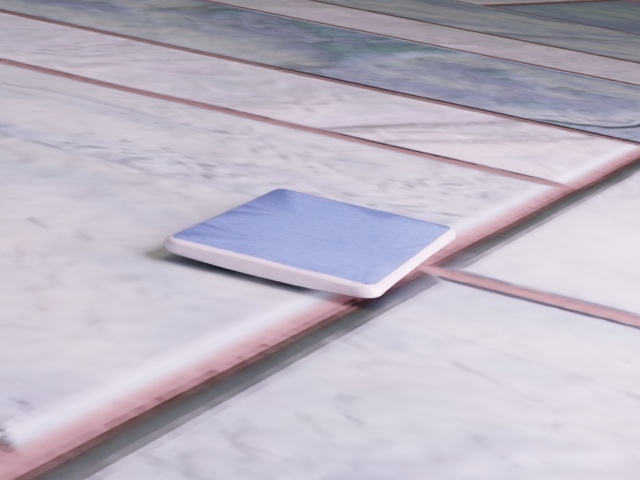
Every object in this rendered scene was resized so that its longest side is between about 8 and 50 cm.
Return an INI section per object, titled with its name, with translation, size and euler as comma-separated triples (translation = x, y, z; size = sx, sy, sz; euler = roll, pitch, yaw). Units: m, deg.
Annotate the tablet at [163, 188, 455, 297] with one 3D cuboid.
[tablet]
translation = 0.000, 0.000, 0.397
size = 0.054, 0.006, 0.083
euler = 13, 14, 15
